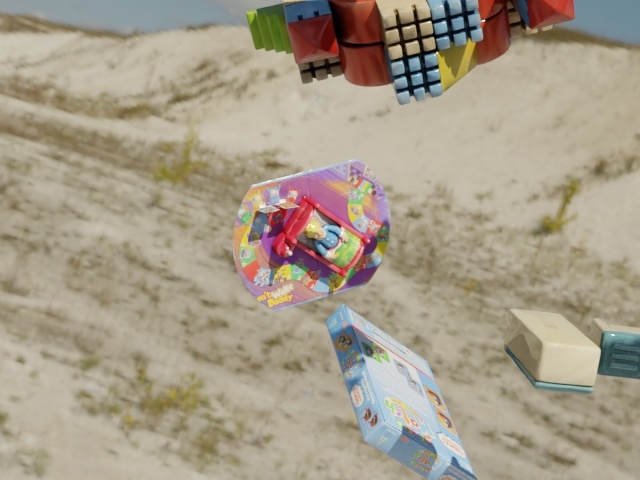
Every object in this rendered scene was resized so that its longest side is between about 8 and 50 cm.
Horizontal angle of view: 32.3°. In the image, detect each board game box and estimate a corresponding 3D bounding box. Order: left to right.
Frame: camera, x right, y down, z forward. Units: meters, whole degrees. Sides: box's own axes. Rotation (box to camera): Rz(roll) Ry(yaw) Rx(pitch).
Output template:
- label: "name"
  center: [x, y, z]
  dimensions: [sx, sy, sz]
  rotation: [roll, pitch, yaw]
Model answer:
- label: "board game box"
  center: [0.000, 0.000, 1.063]
  dimensions: [0.168, 0.133, 0.033]
  rotation: [-15, 22, -20]
- label: "board game box"
  center: [0.092, 0.185, 1.300]
  dimensions: [0.160, 0.039, 0.211]
  rotation: [36, 19, -30]

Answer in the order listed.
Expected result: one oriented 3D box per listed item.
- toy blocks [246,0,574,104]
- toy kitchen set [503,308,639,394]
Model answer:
- label: "toy blocks"
  center: [0.107, -0.250, 1.209]
  dimensions: [0.381, 0.191, 0.261]
  rotation: [-12, 33, 2]
- label: "toy kitchen set"
  center: [0.275, 0.166, 1.015]
  dimensions: [0.207, 0.166, 0.122]
  rotation: [6, 10, -5]
